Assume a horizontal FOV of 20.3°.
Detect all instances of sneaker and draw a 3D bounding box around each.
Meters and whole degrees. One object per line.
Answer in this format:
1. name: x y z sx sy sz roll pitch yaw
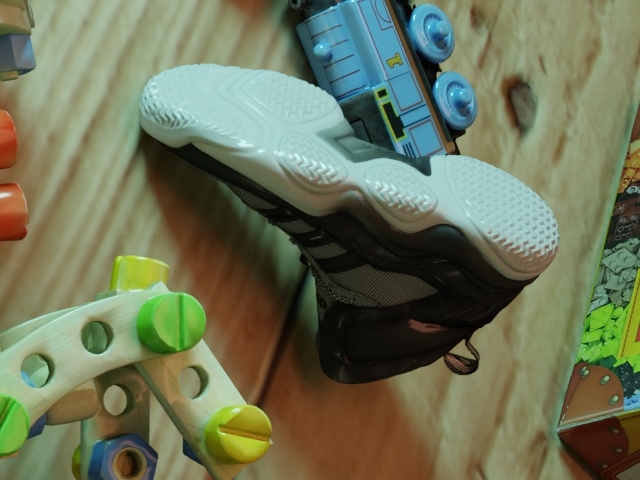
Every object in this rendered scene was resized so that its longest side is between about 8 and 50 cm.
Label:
1. sneaker: 0.000 0.000 1.108 0.269 0.153 0.101 22 33 -3

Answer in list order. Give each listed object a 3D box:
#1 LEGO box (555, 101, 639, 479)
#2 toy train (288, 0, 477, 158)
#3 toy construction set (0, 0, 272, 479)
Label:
1. LEGO box: 0.445 0.134 1.489 0.500 0.193 0.372 43 47 -28
2. toy train: 0.038 -0.126 1.223 0.105 0.080 0.184 -26 96 -45
3. toy construction set: -0.161 -0.020 0.888 0.215 0.151 0.327 -10 74 -26
